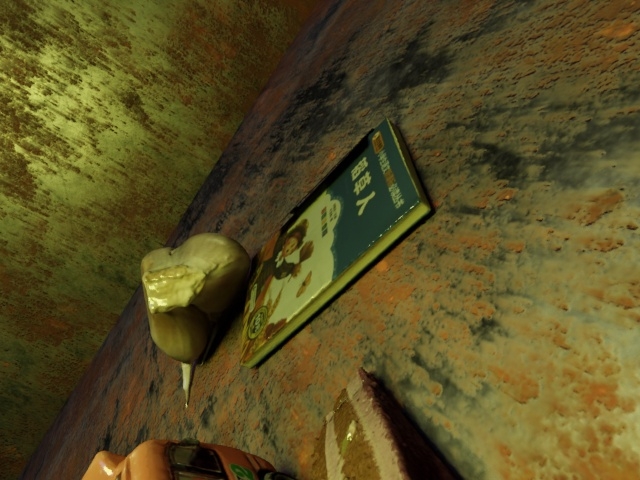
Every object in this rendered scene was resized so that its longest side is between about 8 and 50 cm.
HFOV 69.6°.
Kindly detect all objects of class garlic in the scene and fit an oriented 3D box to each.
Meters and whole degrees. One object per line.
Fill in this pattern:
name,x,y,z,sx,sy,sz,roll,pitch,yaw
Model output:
garlic,-0.252,0.132,0.982,0.246,0.231,0.340,51,150,46

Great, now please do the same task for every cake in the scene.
cake,0.055,0.224,0.428,0.116,0.113,0.295,-55,12,2

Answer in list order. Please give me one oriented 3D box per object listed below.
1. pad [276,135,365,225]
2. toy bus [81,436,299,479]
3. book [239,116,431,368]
pad,0.004,-0.119,0.926,0.265,0.009,0.159,-43,5,26
toy bus,-0.085,0.337,0.352,0.203,0.233,0.427,-61,25,-7
book,0.000,0.000,0.817,0.428,0.039,0.300,-45,26,25
